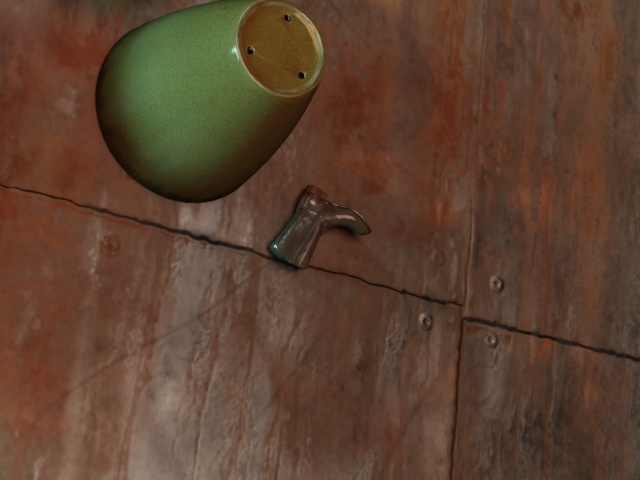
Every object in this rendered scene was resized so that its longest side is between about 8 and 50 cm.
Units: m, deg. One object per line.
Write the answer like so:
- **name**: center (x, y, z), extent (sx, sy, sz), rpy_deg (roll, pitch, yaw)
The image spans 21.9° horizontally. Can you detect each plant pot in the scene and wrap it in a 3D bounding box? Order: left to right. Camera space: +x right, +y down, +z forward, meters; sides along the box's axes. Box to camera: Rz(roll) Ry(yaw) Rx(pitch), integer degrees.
- **plant pot**: center (-0.107, -0.187, 1.952), extent (0.237, 0.254, 0.237), rpy_deg (8, 74, -30)

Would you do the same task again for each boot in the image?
- **boot**: center (0.000, 0.000, 2.095), extent (0.106, 0.037, 0.114), rpy_deg (31, 59, -6)
